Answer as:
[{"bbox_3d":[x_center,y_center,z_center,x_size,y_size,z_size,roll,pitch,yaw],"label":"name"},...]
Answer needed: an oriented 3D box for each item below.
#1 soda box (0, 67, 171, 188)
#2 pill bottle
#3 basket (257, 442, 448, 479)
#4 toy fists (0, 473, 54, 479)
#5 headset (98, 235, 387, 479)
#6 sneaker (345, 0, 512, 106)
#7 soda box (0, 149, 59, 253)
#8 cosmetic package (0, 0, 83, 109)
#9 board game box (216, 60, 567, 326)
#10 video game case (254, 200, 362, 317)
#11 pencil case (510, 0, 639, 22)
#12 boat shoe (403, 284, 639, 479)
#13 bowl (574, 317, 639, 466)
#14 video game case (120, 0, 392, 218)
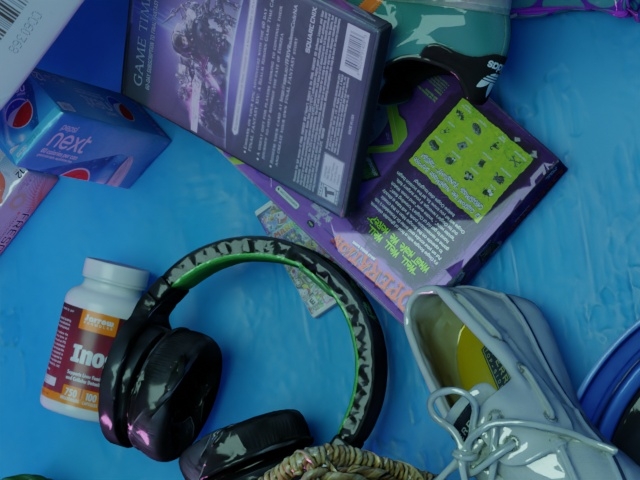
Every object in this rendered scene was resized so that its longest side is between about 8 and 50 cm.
[{"bbox_3d":[-0.230,-0.105,1.666,0.071,0.210,0.067,-47,70,13],"label":"soda box"},{"bbox_3d":[-0.215,0.096,1.706,0.086,0.086,0.152,14,90,24],"label":"pill bottle"},{"bbox_3d":[0.014,0.312,1.507,0.299,0.213,0.223,-45,72,31],"label":"basket"},{"bbox_3d":[-0.334,0.353,1.700,0.096,0.142,0.279,32,98,23],"label":"toy fists"},{"bbox_3d":[-0.115,0.175,1.594,0.243,0.185,0.394,40,98,17],"label":"headset"},{"bbox_3d":[0.025,-0.184,1.570,0.302,0.108,0.121,8,93,29],"label":"sneaker"},{"bbox_3d":[-0.351,-0.017,1.790,0.058,0.063,0.183,43,101,21],"label":"soda box"},{"bbox_3d":[-0.335,-0.263,1.643,0.217,0.156,0.385,-53,25,6],"label":"cosmetic package"},{"bbox_3d":[0.035,-0.102,1.634,0.208,0.056,0.347,-47,69,3],"label":"board game box"},{"bbox_3d":[0.000,0.000,1.665,0.087,0.011,0.122,-35,72,17],"label":"video game case"},{"bbox_3d":[0.212,-0.226,1.568,0.151,0.064,0.070,-1,70,23],"label":"pencil case"},{"bbox_3d":[0.148,0.161,1.419,0.136,0.156,0.367,-54,36,30],"label":"boat shoe"},{"bbox_3d":[0.384,0.224,1.440,0.391,0.077,0.391,-3,83,24],"label":"bowl"},{"bbox_3d":[-0.066,-0.162,1.582,0.274,0.026,0.196,30,130,26],"label":"video game case"}]
